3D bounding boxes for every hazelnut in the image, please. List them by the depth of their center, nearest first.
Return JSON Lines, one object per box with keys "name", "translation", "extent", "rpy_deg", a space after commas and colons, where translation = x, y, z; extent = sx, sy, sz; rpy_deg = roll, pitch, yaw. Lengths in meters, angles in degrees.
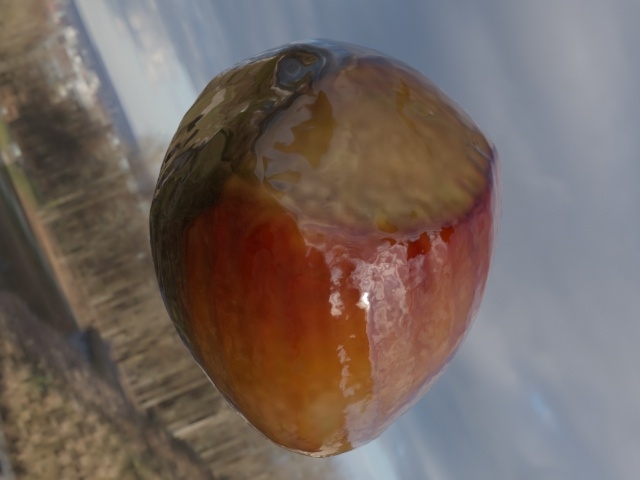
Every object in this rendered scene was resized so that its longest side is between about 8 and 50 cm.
{"name": "hazelnut", "translation": [0.010, -0.001, 0.709], "extent": [0.210, 0.186, 0.210], "rpy_deg": [42, 15, -14]}
